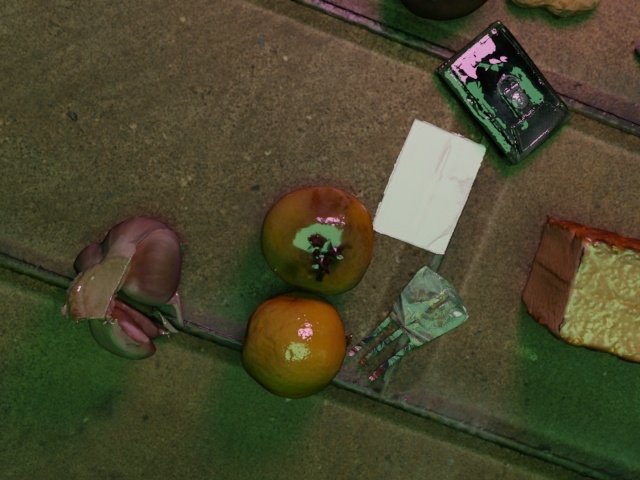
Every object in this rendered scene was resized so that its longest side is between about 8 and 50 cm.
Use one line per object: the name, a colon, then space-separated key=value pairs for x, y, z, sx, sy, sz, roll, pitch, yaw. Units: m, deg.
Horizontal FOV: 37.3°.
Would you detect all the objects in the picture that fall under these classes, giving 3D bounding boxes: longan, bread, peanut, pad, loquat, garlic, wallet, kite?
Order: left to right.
garlic: x=-0.341 y=0.090 z=1.734 sx=0.210 sy=0.292 sz=0.237 roll=-26 pitch=74 yaw=11
loquat: x=-0.045 y=0.195 z=1.765 sx=0.208 sy=0.208 sz=0.208 roll=0 pitch=99 yaw=-2
loquat: x=-0.004 y=-0.004 z=1.733 sx=0.213 sy=0.213 sz=0.213 roll=0 pitch=99 yaw=-2
kite: x=0.169 y=0.169 z=1.860 sx=0.245 sy=0.015 sz=0.141 roll=-41 pitch=97 yaw=1
pad: x=0.208 y=-0.102 z=1.823 sx=0.156 sy=0.004 sz=0.232 roll=20 pitch=98 yaw=-4
longan: x=0.231 y=-0.491 z=1.665 sx=0.196 sy=0.196 sz=0.220 roll=37 pitch=130 yaw=-7
wallet: x=0.346 y=-0.276 z=1.777 sx=0.160 sy=0.055 sz=0.236 roll=-40 pitch=98 yaw=-2
peanut: x=0.431 y=-0.450 z=1.739 sx=0.174 sy=0.080 sz=0.080 roll=5 pitch=99 yaw=1
bread: x=0.545 y=0.096 z=1.734 sx=0.279 sy=0.279 sz=0.207 roll=14 pitch=97 yaw=-7

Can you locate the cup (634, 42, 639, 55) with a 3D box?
cup: x=0.639 y=-0.347 z=1.771 sx=0.075 sy=0.054 sz=0.083 roll=-39 pitch=96 yaw=6
